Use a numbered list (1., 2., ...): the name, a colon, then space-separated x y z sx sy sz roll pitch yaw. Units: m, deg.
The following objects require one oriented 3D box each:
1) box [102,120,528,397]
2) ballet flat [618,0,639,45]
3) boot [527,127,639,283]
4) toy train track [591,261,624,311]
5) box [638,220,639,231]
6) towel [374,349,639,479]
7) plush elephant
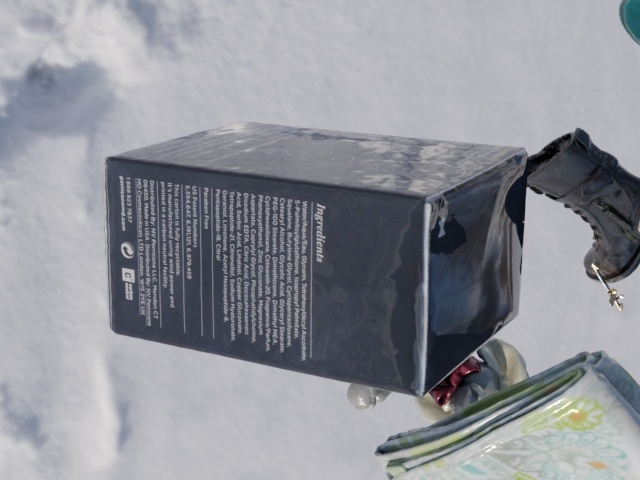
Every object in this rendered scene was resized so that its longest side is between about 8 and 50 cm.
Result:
1. box: 0.000 0.000 1.338 0.293 0.396 0.212 -25 119 -58
2. ballet flat: 0.526 -0.297 1.704 0.247 0.087 0.083 25 75 -45
3. boot: 0.376 -0.054 1.661 0.263 0.229 0.091 -51 -164 56
4. toy train track: 0.423 0.066 1.716 0.083 0.014 0.048 55 30 -10
5. box: 0.415 -0.059 1.082 0.181 0.119 0.182 -30 153 -18
6. towel: 0.279 0.315 1.299 0.374 0.320 0.090 49 37 -13
7. plush elephant: 0.252 0.267 2.333 0.272 0.255 0.330 -42 -177 26
